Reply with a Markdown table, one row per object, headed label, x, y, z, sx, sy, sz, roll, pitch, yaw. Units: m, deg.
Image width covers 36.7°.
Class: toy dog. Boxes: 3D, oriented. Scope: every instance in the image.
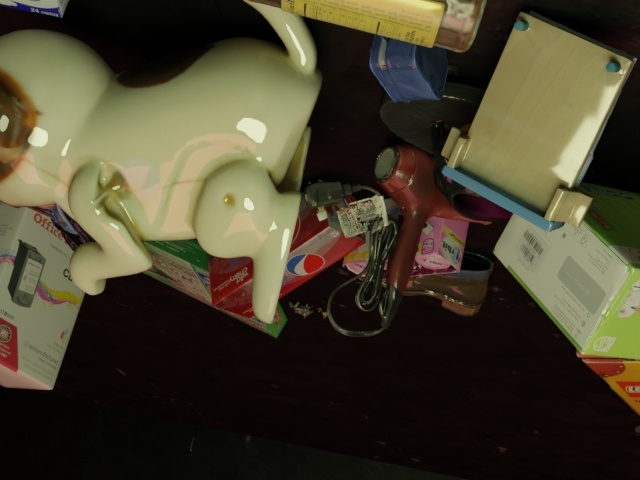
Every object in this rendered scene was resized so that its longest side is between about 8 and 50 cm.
| label | x | y | z | sx | sy | sz | roll | pitch | yaw |
| --- | --- | --- | --- | --- | --- | --- | --- | --- | --- |
| toy dog | -0.217 | -0.115 | 1.119 | 0.408 | 0.284 | 0.395 | 10 | 129 | -2 |

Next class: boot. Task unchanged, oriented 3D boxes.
| label | x | y | z | sx | sy | sz | roll | pitch | yaw |
| --- | --- | --- | --- | --- | --- | --- | --- | --- | --- |
| boot | 0.177 | 0.040 | 1.580 | 0.219 | 0.082 | 0.106 | 20 | 134 | -1 |

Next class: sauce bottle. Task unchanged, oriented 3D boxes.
| label | x | y | z | sx | sy | sz | roll | pitch | yaw |
| --- | --- | --- | --- | --- | --- | --- | --- | --- | --- |
| sauce bottle | -0.011 | -0.272 | 0.926 | 0.344 | 0.111 | 0.111 | 16 | 156 | 0 |

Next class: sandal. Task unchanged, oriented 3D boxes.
| label | x | y | z | sx | sy | sz | roll | pitch | yaw |
| --- | --- | --- | --- | --- | --- | --- | --- | --- | --- |
| sandal | 0.256 | -0.065 | 1.228 | 0.446 | 0.107 | 0.167 | 29 | 153 | -31 |

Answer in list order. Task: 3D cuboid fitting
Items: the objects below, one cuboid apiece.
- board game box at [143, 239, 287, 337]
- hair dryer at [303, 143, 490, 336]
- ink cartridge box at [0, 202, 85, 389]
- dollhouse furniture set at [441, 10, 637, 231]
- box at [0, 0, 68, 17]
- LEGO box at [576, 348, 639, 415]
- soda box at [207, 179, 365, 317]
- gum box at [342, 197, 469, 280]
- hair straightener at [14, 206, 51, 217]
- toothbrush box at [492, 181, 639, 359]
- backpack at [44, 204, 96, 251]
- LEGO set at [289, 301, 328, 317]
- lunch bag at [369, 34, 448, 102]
| label | x | y | z | sx | sy | sz | roll | pitch | yaw |
| --- | --- | --- | --- | --- | --- | --- | --- | --- | --- |
| board game box | -0.222 | 0.057 | 1.744 | 0.317 | 0.046 | 0.213 | 24 | 161 | 19 |
| hair dryer | 0.113 | -0.017 | 1.300 | 0.293 | 0.223 | 0.080 | -21 | -161 | -21 |
| ink cartridge box | -0.570 | 0.102 | 1.819 | 0.131 | 0.306 | 0.226 | 0 | 153 | 28 |
| dollhouse furniture set | 0.322 | -0.152 | 1.016 | 0.303 | 0.286 | 0.198 | 30 | -156 | 26 |
| box | -0.343 | -0.321 | 1.049 | 0.126 | 0.072 | 0.137 | 12 | 156 | 4 |
| LEGO box | 0.674 | 0.147 | 1.352 | 0.500 | 0.193 | 0.372 | -5 | 150 | 37 |
| soda box | -0.058 | 0.019 | 1.492 | 0.263 | 0.092 | 0.083 | -34 | 141 | 32 |
| gum box | 0.123 | -0.006 | 1.436 | 0.188 | 0.107 | 0.062 | -8 | 148 | 41 |
| hair straightener | -0.504 | -0.066 | 1.731 | 0.089 | 0.047 | 0.230 | -9 | 147 | 43 |
| toothbrush box | 0.385 | 0.037 | 1.149 | 0.283 | 0.206 | 0.122 | 6 | 120 | -29 |
| backpack | -0.360 | -0.073 | 1.513 | 0.117 | 0.158 | 0.173 | 18 | 150 | 40 |
| LEGO set | -0.025 | 0.146 | 1.956 | 0.083 | 0.023 | 0.054 | 9 | 156 | 12 |
| lunch bag | 0.093 | -0.200 | 1.074 | 0.065 | 0.067 | 0.098 | -2 | 151 | 31 |
